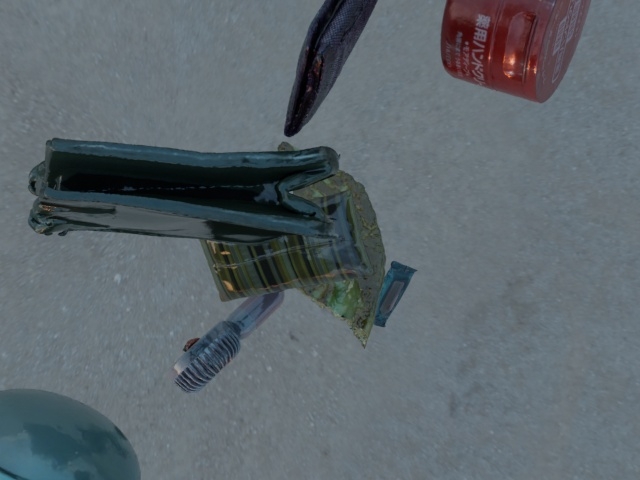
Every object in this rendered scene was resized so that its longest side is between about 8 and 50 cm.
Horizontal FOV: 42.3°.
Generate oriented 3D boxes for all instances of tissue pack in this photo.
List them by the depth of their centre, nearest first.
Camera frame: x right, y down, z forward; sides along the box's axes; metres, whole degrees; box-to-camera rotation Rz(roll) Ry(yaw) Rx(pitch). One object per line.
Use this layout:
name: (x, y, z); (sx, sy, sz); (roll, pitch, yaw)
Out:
tissue pack: (0.134, 0.107, 1.643); (0.085, 0.028, 0.138); (18, 106, -49)

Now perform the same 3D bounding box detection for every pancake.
pancake: (0.002, 0.001, 1.340); (0.197, 0.054, 0.376); (-20, 66, 9)

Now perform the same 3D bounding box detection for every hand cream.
hand cream: (0.231, -0.265, 0.964); (0.125, 0.193, 0.193); (22, 89, 25)

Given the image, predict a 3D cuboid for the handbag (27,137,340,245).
handbag: (-0.133, -0.039, 0.761); (0.260, 0.247, 0.079); (2, 87, -18)

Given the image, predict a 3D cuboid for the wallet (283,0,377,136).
wallet: (0.019, -0.170, 0.671); (0.030, 0.111, 0.166); (26, 60, 3)

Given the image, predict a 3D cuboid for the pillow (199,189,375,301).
pillow: (-0.045, 0.011, 0.985); (0.203, 0.038, 0.113); (-12, 109, 18)

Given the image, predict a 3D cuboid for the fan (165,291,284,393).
fan: (-0.155, 0.156, 1.389); (0.074, 0.130, 0.244); (46, 66, 1)

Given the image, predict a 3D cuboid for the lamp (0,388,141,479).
lamp: (-0.268, 0.244, 0.824); (0.209, 0.284, 0.147); (25, 108, -43)
